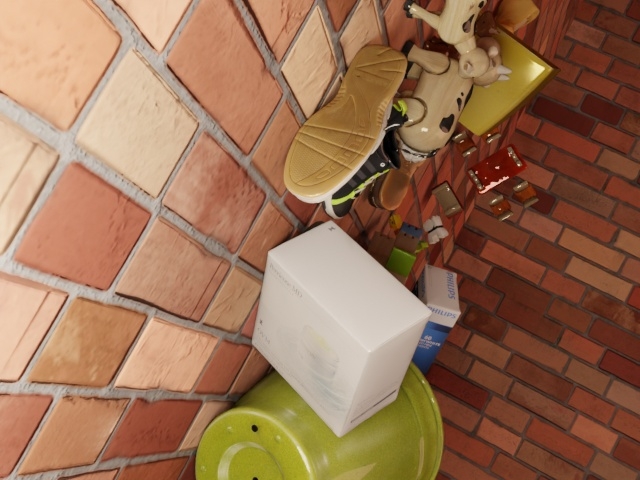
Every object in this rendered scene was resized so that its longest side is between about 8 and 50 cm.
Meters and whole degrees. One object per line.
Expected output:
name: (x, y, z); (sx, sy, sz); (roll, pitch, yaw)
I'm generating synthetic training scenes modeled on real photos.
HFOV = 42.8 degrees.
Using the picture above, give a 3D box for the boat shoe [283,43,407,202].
boat shoe: (0.041, -0.143, 1.110); (0.277, 0.098, 0.096); (-57, 164, -28)

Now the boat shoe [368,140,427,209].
boat shoe: (0.156, -0.155, 1.594); (0.207, 0.073, 0.073); (-58, -157, -7)

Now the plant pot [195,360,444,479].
plant pot: (-0.020, 0.368, 1.426); (0.353, 0.366, 0.366); (-8, 125, -60)

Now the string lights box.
string lights box: (0.212, 0.194, 1.742); (0.133, 0.077, 0.259); (-83, -168, -55)

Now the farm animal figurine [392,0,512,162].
farm animal figurine: (0.213, -0.280, 1.322); (0.327, 0.172, 0.330); (-64, 166, 7)

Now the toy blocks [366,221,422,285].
toy blocks: (0.115, 0.121, 1.784); (0.261, 0.191, 0.381); (-60, 171, -62)

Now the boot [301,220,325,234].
boot: (0.000, 0.000, 1.358); (0.106, 0.037, 0.114); (-54, 168, 25)

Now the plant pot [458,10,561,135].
plant pot: (0.324, -0.327, 1.616); (0.187, 0.212, 0.212); (-53, 170, 21)

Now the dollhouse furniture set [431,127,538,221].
dollhouse furniture set: (0.439, -0.168, 2.257); (0.259, 0.262, 0.135); (-31, 175, 13)

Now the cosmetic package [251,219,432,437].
cosmetic package: (0.023, 0.134, 1.249); (0.138, 0.224, 0.224); (-26, 146, -35)

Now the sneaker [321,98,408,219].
sneaker: (0.073, -0.118, 1.274); (0.084, 0.097, 0.234); (-44, 157, -51)

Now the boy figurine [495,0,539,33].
boy figurine: (0.416, -0.444, 1.930); (0.285, 0.092, 0.177); (-61, 164, 5)

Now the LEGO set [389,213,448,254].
LEGO set: (0.196, -0.011, 1.949); (0.087, 0.093, 0.227); (-8, 163, -32)
